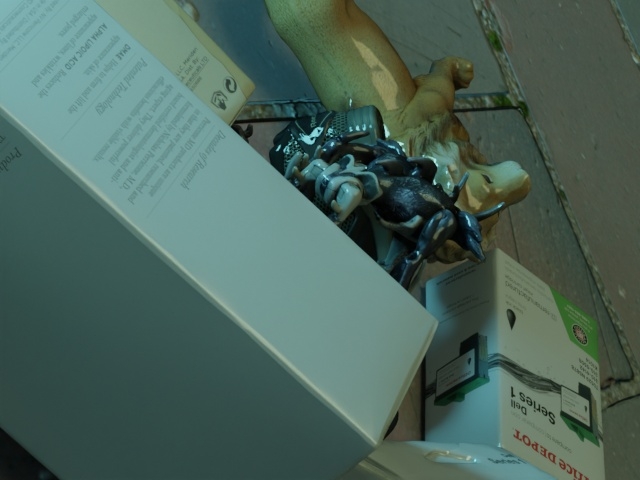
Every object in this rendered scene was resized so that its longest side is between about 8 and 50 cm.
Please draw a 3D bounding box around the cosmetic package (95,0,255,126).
[{"bbox_3d":[-0.214,-0.161,1.392,0.309,0.160,0.113,47,55,-19],"label":"cosmetic package"}]

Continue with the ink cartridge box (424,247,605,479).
[{"bbox_3d":[0.176,0.144,1.787,0.160,0.092,0.219,34,42,-35],"label":"ink cartridge box"}]

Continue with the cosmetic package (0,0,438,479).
[{"bbox_3d":[-0.139,0.020,1.289,0.385,0.217,0.156,43,37,-11],"label":"cosmetic package"}]

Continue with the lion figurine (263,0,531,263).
[{"bbox_3d":[0.034,-0.161,1.763,0.392,0.142,0.240,48,26,-10],"label":"lion figurine"}]

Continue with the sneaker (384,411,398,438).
[{"bbox_3d":[-0.033,0.087,1.586,0.235,0.084,0.097,43,14,-29],"label":"sneaker"}]

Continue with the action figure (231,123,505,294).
[{"bbox_3d":[0.011,-0.010,1.514,0.276,0.141,0.164,4,37,-42],"label":"action figure"}]

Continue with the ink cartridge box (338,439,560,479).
[{"bbox_3d":[0.067,0.290,1.380,0.201,0.117,0.278,8,103,-51],"label":"ink cartridge box"}]

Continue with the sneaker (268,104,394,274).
[{"bbox_3d":[0.000,0.000,1.673,0.087,0.130,0.227,-78,161,-64],"label":"sneaker"}]
